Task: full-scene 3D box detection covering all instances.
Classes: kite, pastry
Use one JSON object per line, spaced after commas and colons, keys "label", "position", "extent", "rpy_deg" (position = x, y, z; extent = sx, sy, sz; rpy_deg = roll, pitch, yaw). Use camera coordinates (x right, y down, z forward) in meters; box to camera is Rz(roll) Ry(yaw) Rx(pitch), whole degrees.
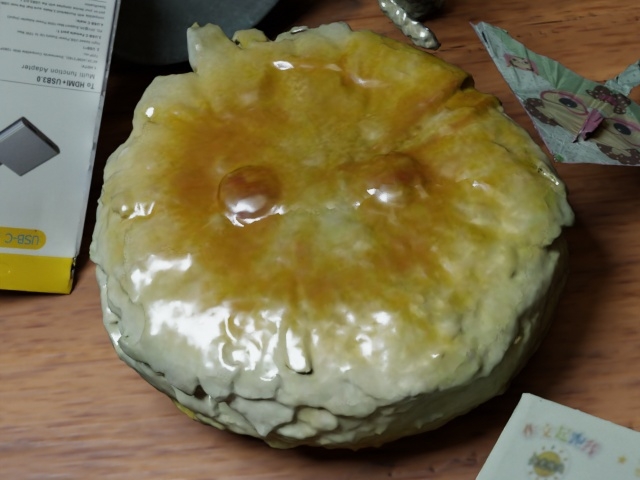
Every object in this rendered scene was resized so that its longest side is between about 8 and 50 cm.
{"label": "kite", "position": [0.208, -0.107, 0.987], "extent": [0.229, 0.012, 0.250], "rpy_deg": [32, 36, 15]}
{"label": "pastry", "position": [0.000, 0.000, 0.920], "extent": [0.330, 0.136, 0.329], "rpy_deg": [-2, 54, 3]}

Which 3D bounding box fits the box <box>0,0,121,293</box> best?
{"label": "box", "position": [-0.216, -0.088, 0.963], "extent": [0.129, 0.247, 0.033], "rpy_deg": [6, 12, -27]}

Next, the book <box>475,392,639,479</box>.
{"label": "book", "position": [0.128, 0.236, 0.745], "extent": [0.208, 0.020, 0.295], "rpy_deg": [16, 66, 39]}

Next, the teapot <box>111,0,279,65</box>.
{"label": "teapot", "position": [-0.186, -0.304, 1.125], "extent": [0.300, 0.253, 0.344], "rpy_deg": [-36, 48, 5]}

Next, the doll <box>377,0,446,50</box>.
{"label": "doll", "position": [0.019, -0.230, 0.991], "extent": [0.091, 0.202, 0.286], "rpy_deg": [-18, 14, 17]}
